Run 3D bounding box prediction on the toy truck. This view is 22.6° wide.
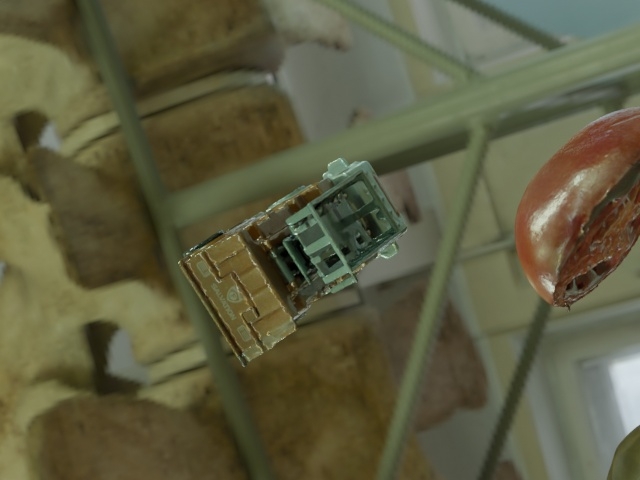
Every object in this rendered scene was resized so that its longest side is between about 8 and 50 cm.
[{"bbox_3d":[-0.001,-0.001,1.047,0.080,0.115,0.178,57,-150,-2],"label":"toy truck"}]

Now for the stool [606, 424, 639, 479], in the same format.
[{"bbox_3d":[0.132,0.208,0.789,0.179,0.264,0.179,60,174,10],"label":"stool"}]

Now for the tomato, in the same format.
[{"bbox_3d":[0.209,-0.036,1.254,0.082,0.166,0.174,38,-144,20],"label":"tomato"}]
